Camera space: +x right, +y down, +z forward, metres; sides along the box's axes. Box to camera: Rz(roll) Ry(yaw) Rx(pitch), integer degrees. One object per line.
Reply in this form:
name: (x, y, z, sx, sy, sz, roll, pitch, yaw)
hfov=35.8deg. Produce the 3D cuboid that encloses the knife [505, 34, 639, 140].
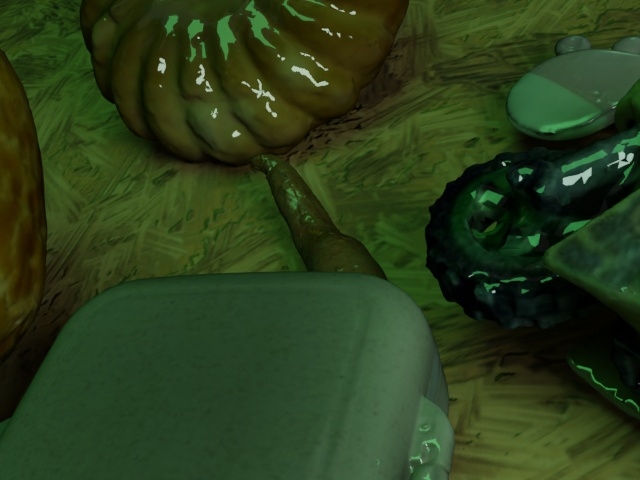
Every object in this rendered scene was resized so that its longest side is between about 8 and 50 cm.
knife: (0.326, -0.089, 0.692, 0.399, 0.038, 0.132, 12, 52, 32)

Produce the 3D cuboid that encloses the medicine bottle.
medicine bottle: (-0.078, 0.176, 0.513, 0.282, 0.123, 0.375, -1, 45, 22)

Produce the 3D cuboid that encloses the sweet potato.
sweet potato: (0.000, 0.000, 0.728, 0.050, 0.050, 0.214, -27, 42, -6)

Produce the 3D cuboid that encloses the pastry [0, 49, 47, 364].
pastry: (-0.352, -0.022, 0.680, 0.388, 0.313, 0.388, -20, 64, 49)

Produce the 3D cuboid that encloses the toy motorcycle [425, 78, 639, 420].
toy motorcycle: (0.251, 0.027, 0.504, 0.237, 0.168, 0.410, -41, 48, -13)

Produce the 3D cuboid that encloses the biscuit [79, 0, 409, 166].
biscuit: (-0.078, -0.230, 0.882, 0.326, 0.107, 0.325, -6, 75, 23)
